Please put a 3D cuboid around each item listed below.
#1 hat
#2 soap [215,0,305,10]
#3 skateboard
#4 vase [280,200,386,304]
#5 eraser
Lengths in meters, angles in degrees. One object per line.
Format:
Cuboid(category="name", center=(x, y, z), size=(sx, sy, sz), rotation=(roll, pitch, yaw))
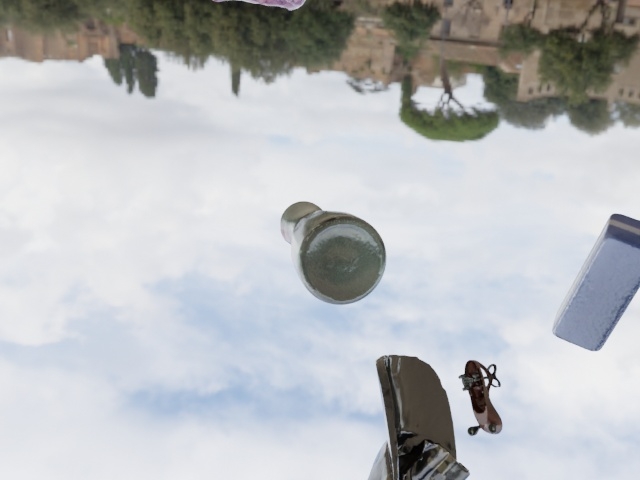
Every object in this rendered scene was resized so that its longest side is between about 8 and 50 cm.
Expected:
Cuboid(category="hat", center=(0.162, 0.465, 1.714), size=(0.366, 0.257, 0.381), rotation=(11, -131, -56))
Cuboid(category="soap", center=(-0.069, -0.422, 0.777), size=(0.127, 0.324, 0.220), rotation=(-4, 167, -8))
Cuboid(category="skateboard", center=(0.328, 0.310, 1.531), size=(0.080, 0.151, 0.067), rotation=(-2, 166, -34))
Cuboid(category="vase", center=(0.000, 0.000, 0.815), size=(0.086, 0.086, 0.214), rotation=(-1, -169, -12))
Cuboid(category="eraser", center=(0.426, 0.067, 1.152), size=(0.082, 0.225, 0.036), rotation=(20, -144, 7))
